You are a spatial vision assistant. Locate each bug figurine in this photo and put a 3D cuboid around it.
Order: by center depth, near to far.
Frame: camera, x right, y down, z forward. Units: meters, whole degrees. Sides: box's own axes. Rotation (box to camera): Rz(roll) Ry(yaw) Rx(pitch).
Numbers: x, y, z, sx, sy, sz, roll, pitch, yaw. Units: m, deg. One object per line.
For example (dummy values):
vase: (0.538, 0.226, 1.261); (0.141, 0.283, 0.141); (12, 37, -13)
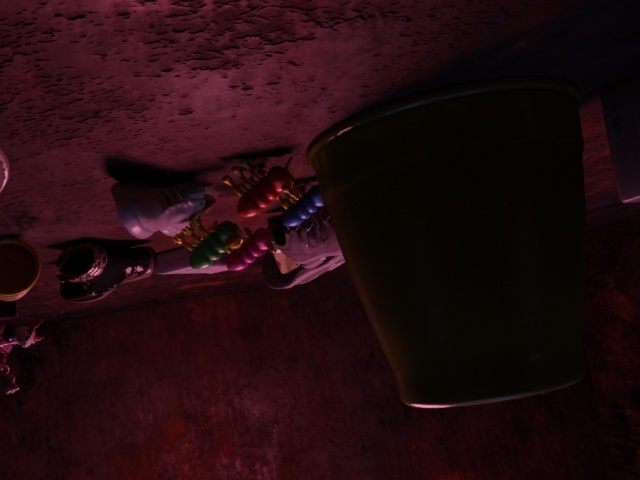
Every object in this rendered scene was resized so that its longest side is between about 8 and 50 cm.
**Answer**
bug figurine: (-0.087, -0.031, 0.993); (0.216, 0.072, 0.279); (-40, 168, 11)

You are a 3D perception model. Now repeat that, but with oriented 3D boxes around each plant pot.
plant pot: (0.193, 0.023, 0.887); (0.366, 0.353, 0.366); (-11, 172, -1)

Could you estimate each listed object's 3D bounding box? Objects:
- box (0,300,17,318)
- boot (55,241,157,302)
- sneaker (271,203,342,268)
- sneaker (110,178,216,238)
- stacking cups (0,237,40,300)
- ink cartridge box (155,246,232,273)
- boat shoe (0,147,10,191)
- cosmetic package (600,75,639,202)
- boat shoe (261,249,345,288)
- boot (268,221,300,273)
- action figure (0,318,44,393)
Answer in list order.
box: (-0.764, 0.124, 1.322); (0.184, 0.103, 0.261); (-10, 173, 16)
boot: (-0.463, 0.061, 1.320); (0.236, 0.085, 0.178); (-20, 167, 20)
sneaker: (-0.011, -0.026, 1.191); (0.115, 0.105, 0.281); (21, 148, -19)
sneaker: (-0.201, -0.054, 0.901); (0.094, 0.080, 0.212); (-23, 178, 8)
stacking cups: (-0.564, 0.071, 1.210); (0.095, 0.096, 0.316); (-6, 172, -27)
ink cartridge box: (-0.345, 0.064, 1.615); (0.232, 0.066, 0.189); (-18, 170, 25)
boat shoe: (-0.342, -0.081, 0.465); (0.112, 0.095, 0.335); (-47, 173, 3)
cosmetic package: (0.517, -0.159, 0.726); (0.196, 0.155, 0.365); (-4, 172, -22)
boat shoe: (-0.031, 0.047, 1.688); (0.103, 0.118, 0.320); (2, 159, -42)
boot: (0.000, 0.000, 1.454); (0.203, 0.095, 0.262); (-11, 166, 0)
action figure: (-0.842, 0.247, 1.580); (0.370, 0.248, 0.275); (0, 169, -41)
